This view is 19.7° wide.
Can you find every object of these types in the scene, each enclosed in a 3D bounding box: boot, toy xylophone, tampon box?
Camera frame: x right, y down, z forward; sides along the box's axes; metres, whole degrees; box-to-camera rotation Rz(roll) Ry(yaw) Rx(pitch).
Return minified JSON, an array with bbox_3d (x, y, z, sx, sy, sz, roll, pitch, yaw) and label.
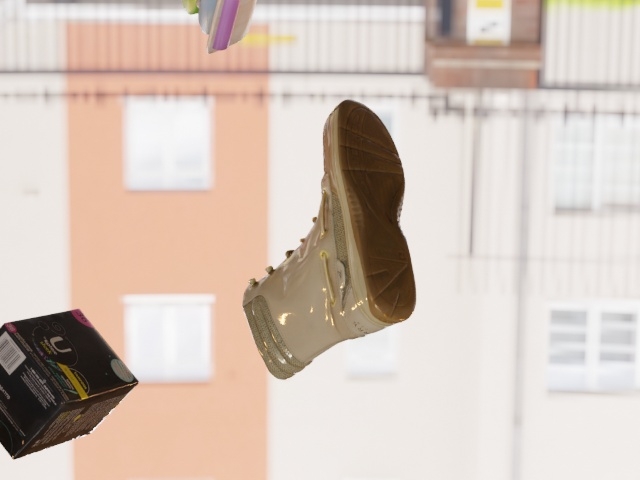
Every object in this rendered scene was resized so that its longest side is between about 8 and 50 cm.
[{"bbox_3d":[0.000,0.000,1.951,0.095,0.262,0.203,12,148,-38],"label":"boot"},{"bbox_3d":[-0.153,-0.404,2.314,0.081,0.236,0.323,-13,-134,-27],"label":"toy xylophone"},{"bbox_3d":[-0.311,0.160,2.104,0.120,0.101,0.161,49,-158,13],"label":"tampon box"}]
